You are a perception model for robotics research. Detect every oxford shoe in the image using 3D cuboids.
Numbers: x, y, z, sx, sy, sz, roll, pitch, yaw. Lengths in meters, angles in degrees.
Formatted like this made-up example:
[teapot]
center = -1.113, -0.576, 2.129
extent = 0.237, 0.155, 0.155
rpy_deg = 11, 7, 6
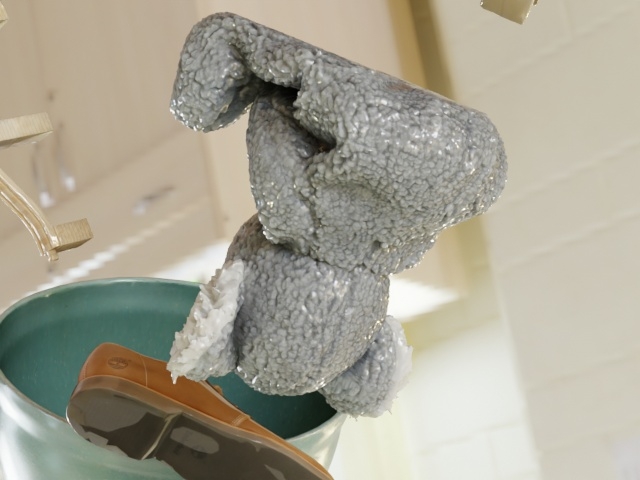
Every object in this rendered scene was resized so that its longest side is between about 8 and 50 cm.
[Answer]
[oxford shoe]
center = -0.071, 0.131, 1.275
extent = 0.212, 0.076, 0.076
rpy_deg = 32, 123, -17

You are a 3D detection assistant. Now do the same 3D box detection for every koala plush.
[koala plush]
center = 0.000, 0.000, 1.131
extent = 0.196, 0.221, 0.203
rpy_deg = 18, -173, -36

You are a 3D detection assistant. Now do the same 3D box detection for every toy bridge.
[toy bridge]
center = -0.217, -0.073, 1.267
extent = 0.063, 0.188, 0.026
rpy_deg = -16, 171, -43

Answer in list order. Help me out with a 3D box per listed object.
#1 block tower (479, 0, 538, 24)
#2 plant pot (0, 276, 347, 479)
[block tower]
center = 0.149, -0.286, 1.130
extent = 0.097, 0.335, 0.091
rpy_deg = 23, 144, 5
[plant pot]
center = -0.131, 0.179, 1.488
extent = 0.293, 0.196, 0.293
rpy_deg = 9, -158, -4
